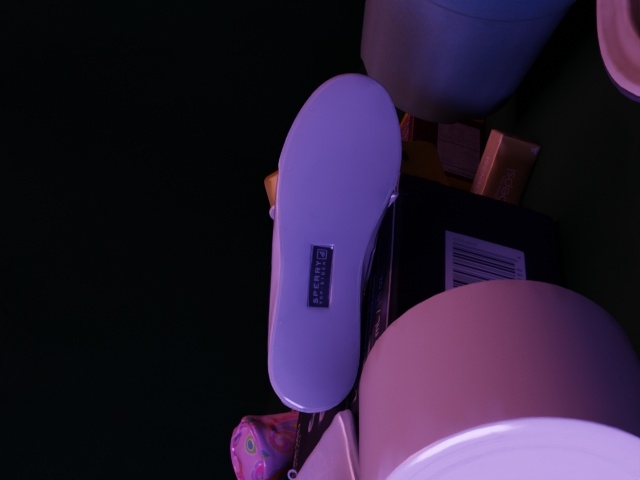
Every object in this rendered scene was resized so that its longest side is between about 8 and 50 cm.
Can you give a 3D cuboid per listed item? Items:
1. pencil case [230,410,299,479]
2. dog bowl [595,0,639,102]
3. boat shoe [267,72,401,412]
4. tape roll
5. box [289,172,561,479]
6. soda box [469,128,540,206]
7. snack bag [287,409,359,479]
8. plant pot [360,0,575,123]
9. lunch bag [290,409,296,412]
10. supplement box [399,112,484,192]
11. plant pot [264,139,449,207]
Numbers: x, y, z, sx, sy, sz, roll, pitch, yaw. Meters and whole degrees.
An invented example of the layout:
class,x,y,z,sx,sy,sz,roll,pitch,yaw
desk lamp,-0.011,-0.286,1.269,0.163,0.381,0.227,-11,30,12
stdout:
class,x,y,z,sx,sy,sz,roll,pitch,yaw
pencil case,0.010,0.293,1.293,0.124,0.284,0.124,26,120,57
dog bowl,0.348,-0.264,0.556,0.408,0.150,0.407,-164,90,-81
boat shoe,0.008,0.003,0.980,0.156,0.136,0.367,156,120,-83
tape roll,0.152,0.176,0.688,0.169,0.246,0.246,-86,14,-60
box,0.117,0.170,1.070,0.395,0.212,0.293,113,169,-45
soda box,0.242,-0.060,1.210,0.061,0.058,0.181,-104,30,-75
snack bag,0.005,0.384,0.879,0.323,0.037,0.342,-107,33,-45
plant pot,0.204,-0.361,1.212,0.334,0.341,0.341,105,177,-60
lunch bag,0.023,0.345,1.549,0.258,0.120,0.293,-22,-48,-68
supplement box,0.180,-0.098,1.462,0.191,0.129,0.194,115,169,-48
plant pot,0.077,-0.039,1.245,0.187,0.212,0.212,-37,62,45
